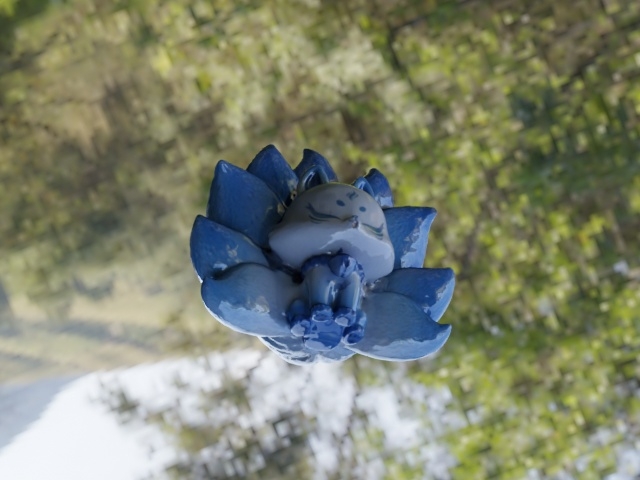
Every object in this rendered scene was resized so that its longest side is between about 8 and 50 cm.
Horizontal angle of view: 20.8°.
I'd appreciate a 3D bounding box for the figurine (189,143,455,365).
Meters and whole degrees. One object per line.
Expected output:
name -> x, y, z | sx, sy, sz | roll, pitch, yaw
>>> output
figurine -> 0.000, 0.000, 0.697 | 0.114, 0.114, 0.079 | -26, 153, -29
